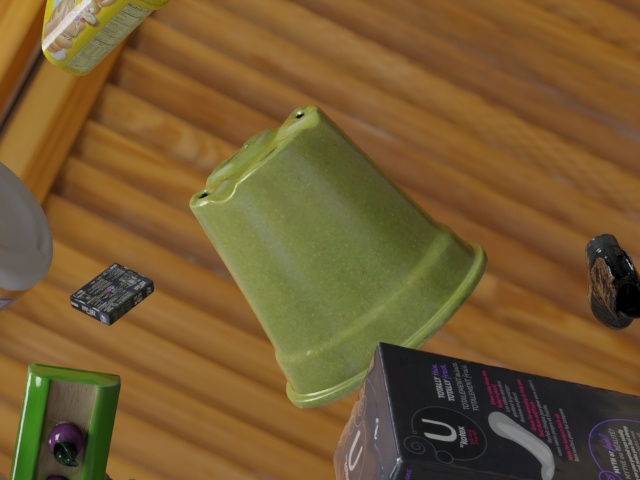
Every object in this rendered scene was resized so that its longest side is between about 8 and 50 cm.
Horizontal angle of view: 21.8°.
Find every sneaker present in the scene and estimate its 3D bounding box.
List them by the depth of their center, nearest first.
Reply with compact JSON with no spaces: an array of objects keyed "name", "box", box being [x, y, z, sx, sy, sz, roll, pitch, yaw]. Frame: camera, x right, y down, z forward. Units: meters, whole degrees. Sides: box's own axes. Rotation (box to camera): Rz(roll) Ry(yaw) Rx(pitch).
[{"name":"sneaker","box":[0.314,0.059,1.745,0.089,0.051,0.170,-113,1,-46]}]

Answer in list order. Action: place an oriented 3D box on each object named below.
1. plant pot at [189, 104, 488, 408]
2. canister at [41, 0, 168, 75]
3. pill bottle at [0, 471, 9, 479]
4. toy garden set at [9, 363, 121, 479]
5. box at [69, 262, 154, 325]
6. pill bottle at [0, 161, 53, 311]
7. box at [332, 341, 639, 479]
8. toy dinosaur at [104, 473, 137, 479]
[{"name":"plant pot","box":[0.000,0.000,1.837,0.254,0.276,0.276,52,159,-14]},{"name":"canister","box":[-0.226,-0.267,1.783,0.073,0.126,0.170,24,139,-30]},{"name":"pill bottle","box":[-0.409,0.292,1.594,0.392,0.224,0.224,19,166,48]},{"name":"toy garden set","box":[-0.226,0.145,0.745,0.244,0.203,0.049,9,-167,-11]},{"name":"box","box":[-0.258,0.066,2.060,0.067,0.083,0.018,23,135,30]},{"name":"pill bottle","box":[-0.395,0.043,1.564,0.272,0.152,0.152,-34,132,24]},{"name":"box","box":[0.162,0.212,1.436,0.270,0.143,0.165,13,-150,-13]},{"name":"toy dinosaur","box":[-0.219,0.237,1.396,0.118,0.064,0.268,35,-154,4]}]
